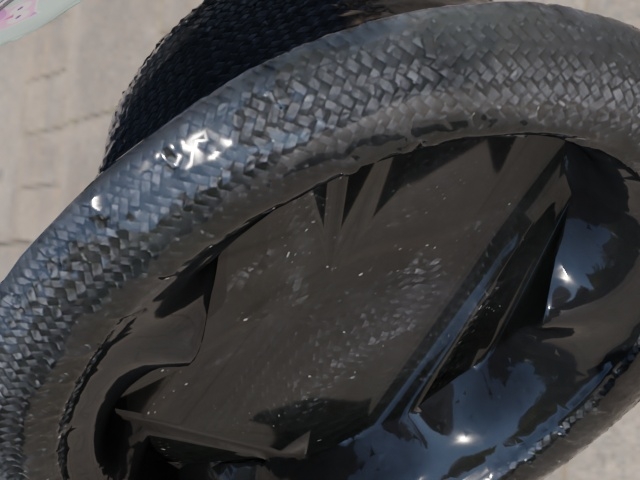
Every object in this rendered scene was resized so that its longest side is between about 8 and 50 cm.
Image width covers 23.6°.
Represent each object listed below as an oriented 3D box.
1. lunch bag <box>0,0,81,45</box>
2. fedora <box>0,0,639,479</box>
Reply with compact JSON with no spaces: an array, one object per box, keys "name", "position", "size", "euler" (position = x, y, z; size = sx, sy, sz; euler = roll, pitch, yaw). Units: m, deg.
[{"name":"lunch bag","position":[-0.133,-0.187,0.607],"size":[0.223,0.160,0.262],"euler":[-48,-19,-77]},{"name":"fedora","position":[0.000,0.000,0.625],"size":[0.334,0.334,0.153],"euler":[-56,38,38]}]
